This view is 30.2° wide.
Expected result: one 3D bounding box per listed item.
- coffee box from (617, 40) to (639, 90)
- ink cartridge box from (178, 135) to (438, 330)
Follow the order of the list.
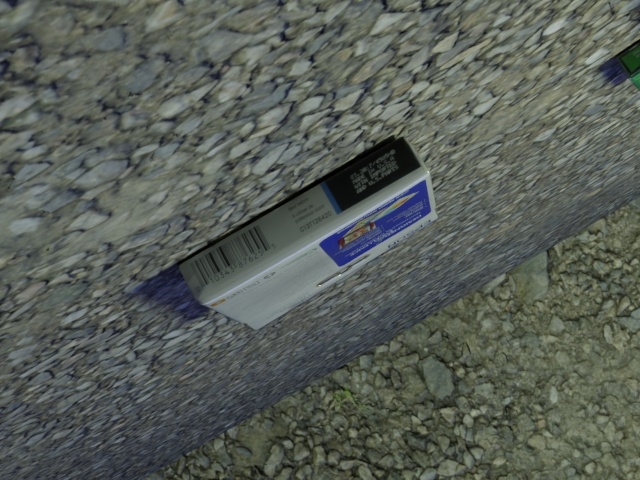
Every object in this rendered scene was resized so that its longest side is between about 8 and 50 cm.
[{"bbox_3d":[0.471,-0.252,1.619,0.113,0.040,0.184,-34,167,19],"label":"coffee box"},{"bbox_3d":[0.000,0.000,1.482,0.303,0.072,0.307,-31,170,1],"label":"ink cartridge box"}]
